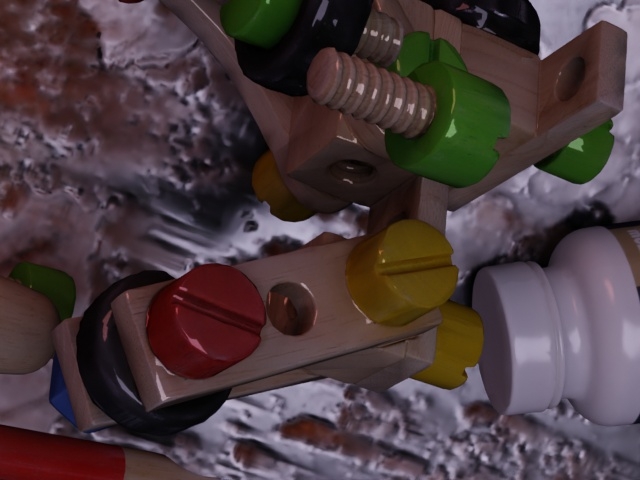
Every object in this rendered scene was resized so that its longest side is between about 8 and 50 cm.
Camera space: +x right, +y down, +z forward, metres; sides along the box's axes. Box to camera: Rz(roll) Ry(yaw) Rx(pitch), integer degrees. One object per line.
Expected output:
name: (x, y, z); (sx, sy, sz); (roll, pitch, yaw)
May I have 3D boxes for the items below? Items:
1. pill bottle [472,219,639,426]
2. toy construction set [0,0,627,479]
pill bottle: (0.161, 0.036, 0.767); (0.169, 0.094, 0.094); (-8, 105, -9)
toy construction set: (0.000, 0.000, 0.682); (0.237, 0.257, 0.309); (16, 126, -31)
